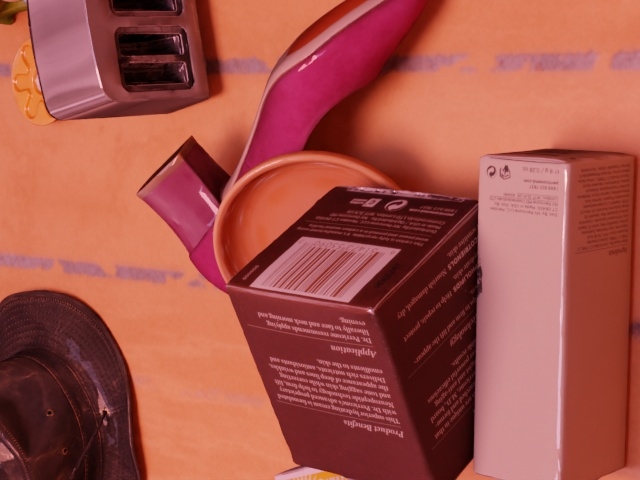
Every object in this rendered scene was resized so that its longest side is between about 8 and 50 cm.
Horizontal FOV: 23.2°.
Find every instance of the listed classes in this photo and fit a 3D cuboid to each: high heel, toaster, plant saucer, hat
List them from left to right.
[{"bbox_3d":[-0.352,0.227,1.795,0.331,0.134,0.331,7,101,41],"label":"hat"},{"bbox_3d":[-0.208,-0.213,1.578,0.110,0.185,0.168,-10,88,46],"label":"toaster"},{"bbox_3d":[0.000,0.000,1.461,0.200,0.037,0.200,4,122,6],"label":"plant saucer"},{"bbox_3d":[0.004,-0.091,1.492,0.181,0.127,0.377,45,122,-11],"label":"high heel"}]

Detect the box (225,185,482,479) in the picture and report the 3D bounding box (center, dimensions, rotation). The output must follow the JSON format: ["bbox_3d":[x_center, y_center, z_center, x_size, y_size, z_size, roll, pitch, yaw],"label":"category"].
[{"bbox_3d":[0.055,0.083,1.351,0.168,0.167,0.203,8,128,40],"label":"box"}]

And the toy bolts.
[{"bbox_3d":[-0.334,-0.244,1.698,0.228,0.158,0.218,-20,83,41],"label":"toy bolts"}]

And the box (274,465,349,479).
[{"bbox_3d":[0.052,0.298,1.470,0.114,0.103,0.203,-19,83,40],"label":"box"}]

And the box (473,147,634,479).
[{"bbox_3d":[0.196,0.063,1.310,0.094,0.113,0.275,8,99,41],"label":"box"}]
